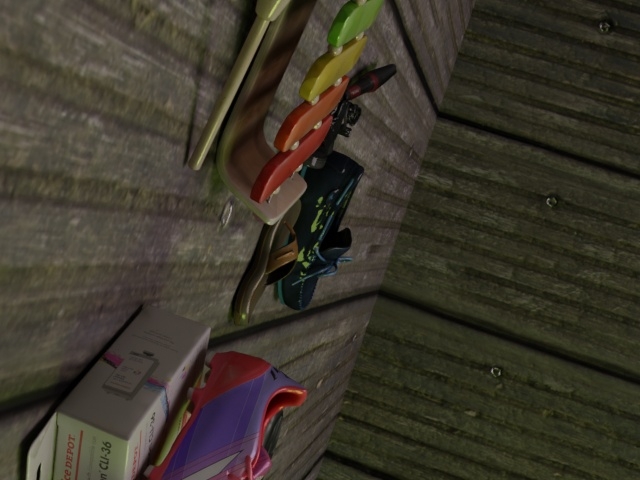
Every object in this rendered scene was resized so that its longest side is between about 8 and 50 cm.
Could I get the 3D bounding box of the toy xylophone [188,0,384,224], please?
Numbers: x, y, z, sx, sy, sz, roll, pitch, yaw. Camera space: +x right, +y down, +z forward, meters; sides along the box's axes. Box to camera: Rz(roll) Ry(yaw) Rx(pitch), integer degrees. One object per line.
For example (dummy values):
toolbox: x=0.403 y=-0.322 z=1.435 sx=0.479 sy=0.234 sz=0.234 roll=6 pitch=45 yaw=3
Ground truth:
toy xylophone: x=-0.015 y=-0.157 z=0.891 sx=0.322 sy=0.081 sz=0.236 roll=-64 pitch=174 yaw=36

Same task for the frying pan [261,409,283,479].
frying pan: x=-0.109 y=0.315 z=1.476 sx=0.326 sy=0.053 sz=0.197 roll=78 pitch=31 yaw=-77

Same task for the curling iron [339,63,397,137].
curling iron: x=0.067 y=-0.224 z=1.455 sx=0.274 sy=0.035 sz=0.068 roll=-54 pitch=164 yaw=-58

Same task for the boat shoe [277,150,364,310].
boat shoe: x=0.000 y=0.000 z=1.344 sx=0.109 sy=0.089 sz=0.258 roll=-59 pitch=164 yaw=-50

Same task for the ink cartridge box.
ink cartridge box: x=-0.165 y=0.157 z=0.803 sx=0.198 sy=0.067 sz=0.115 roll=-56 pitch=163 yaw=-55

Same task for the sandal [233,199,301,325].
sandal: x=-0.056 y=0.029 z=1.208 sx=0.072 sy=0.049 sz=0.180 roll=86 pitch=25 yaw=-66

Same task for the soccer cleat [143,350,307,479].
soccer cleat: x=-0.095 y=0.204 z=0.801 sx=0.083 sy=0.095 sz=0.248 roll=97 pitch=15 yaw=-58

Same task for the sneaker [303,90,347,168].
sneaker: x=0.000 y=-0.147 z=1.202 sx=0.170 sy=0.051 sz=0.089 roll=-56 pitch=162 yaw=-72
